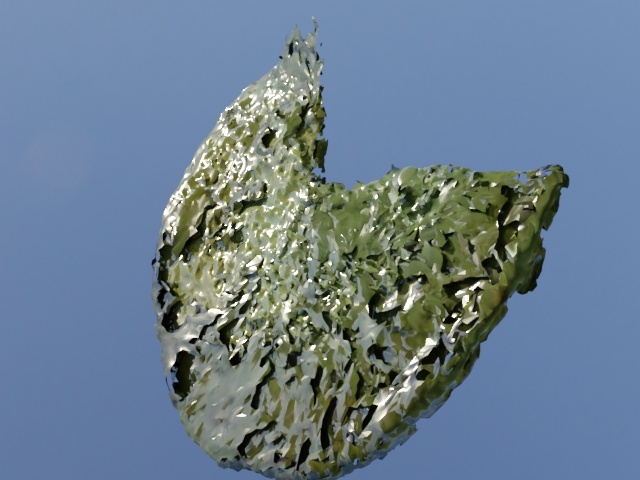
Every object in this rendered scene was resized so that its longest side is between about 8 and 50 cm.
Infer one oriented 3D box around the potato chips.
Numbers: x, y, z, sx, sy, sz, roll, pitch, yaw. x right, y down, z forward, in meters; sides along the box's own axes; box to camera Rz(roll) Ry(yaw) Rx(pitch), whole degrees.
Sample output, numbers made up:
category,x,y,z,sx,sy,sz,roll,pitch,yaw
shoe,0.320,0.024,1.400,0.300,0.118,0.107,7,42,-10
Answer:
category,x,y,z,sx,sy,sz,roll,pitch,yaw
potato chips,-0.003,-0.002,0.572,0.029,0.202,0.220,32,-162,-45
